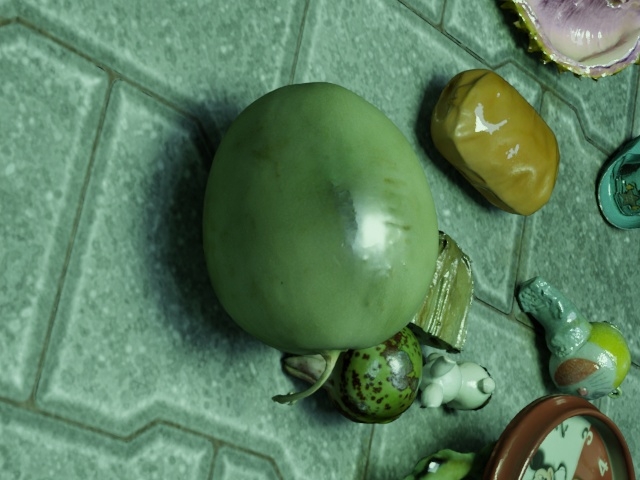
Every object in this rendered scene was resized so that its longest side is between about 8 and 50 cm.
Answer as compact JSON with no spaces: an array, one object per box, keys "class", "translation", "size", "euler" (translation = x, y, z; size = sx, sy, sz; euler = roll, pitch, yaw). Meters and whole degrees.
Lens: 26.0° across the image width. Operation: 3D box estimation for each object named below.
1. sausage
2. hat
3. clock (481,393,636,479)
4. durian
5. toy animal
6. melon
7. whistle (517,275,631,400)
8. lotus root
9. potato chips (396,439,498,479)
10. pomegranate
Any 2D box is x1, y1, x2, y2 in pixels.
[{"class":"sausage","translation":[0.240,-0.128,1.867],"size":[0.241,0.120,0.136],"euler":[36,75,-39]},{"class":"hat","translation":[0.515,-0.090,2.188],"size":[0.191,0.078,0.138],"euler":[-35,112,-44]},{"class":"clock","translation":[0.288,0.349,1.729],"size":[0.318,0.080,0.318],"euler":[-5,97,-46]},{"class":"durian","translation":[0.342,-0.360,2.016],"size":[0.341,0.112,0.191],"euler":[37,94,-22]},{"class":"toy animal","translation":[0.164,0.184,1.782],"size":[0.124,0.085,0.071],"euler":[18,89,-39]},{"class":"melon","translation":[-0.004,-0.015,1.494],"size":[0.272,0.272,0.308],"euler":[-19,77,-47]},{"class":"whistle","translation":[0.357,0.147,1.971],"size":[0.223,0.123,0.123],"euler":[49,51,-14]},{"class":"lotus root","translation":[0.131,0.062,1.763],"size":[0.143,0.070,0.144],"euler":[38,63,-31]},{"class":"potato chips","translation":[0.185,0.426,1.756],"size":[0.389,0.097,0.373],"euler":[10,88,-49]},{"class":"pomegranate","translation":[0.043,0.159,1.621],"size":[0.163,0.138,0.125],"euler":[-12,86,-12]}]
